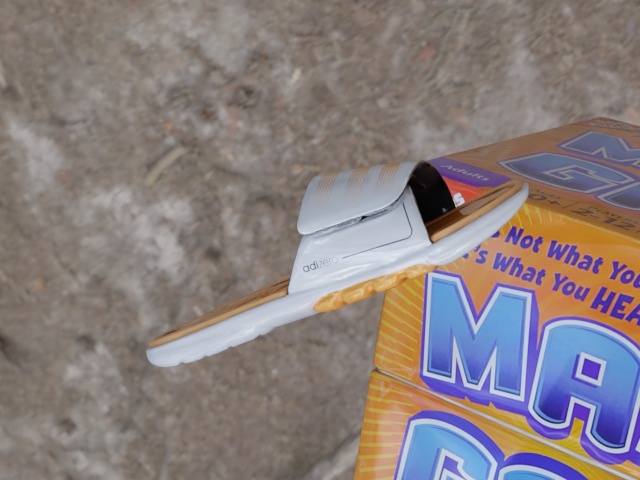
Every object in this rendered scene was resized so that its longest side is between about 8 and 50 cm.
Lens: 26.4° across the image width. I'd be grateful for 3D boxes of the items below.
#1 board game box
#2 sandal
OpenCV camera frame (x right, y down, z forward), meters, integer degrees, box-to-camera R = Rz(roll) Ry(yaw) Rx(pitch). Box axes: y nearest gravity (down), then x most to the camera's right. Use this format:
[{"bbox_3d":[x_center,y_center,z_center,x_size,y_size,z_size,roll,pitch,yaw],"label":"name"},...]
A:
[{"bbox_3d":[0.283,0.126,1.164,0.356,0.356,0.356,20,112,32],"label":"board game box"},{"bbox_3d":[-0.003,0.002,0.843,0.265,0.102,0.076,-23,95,13],"label":"sandal"}]
